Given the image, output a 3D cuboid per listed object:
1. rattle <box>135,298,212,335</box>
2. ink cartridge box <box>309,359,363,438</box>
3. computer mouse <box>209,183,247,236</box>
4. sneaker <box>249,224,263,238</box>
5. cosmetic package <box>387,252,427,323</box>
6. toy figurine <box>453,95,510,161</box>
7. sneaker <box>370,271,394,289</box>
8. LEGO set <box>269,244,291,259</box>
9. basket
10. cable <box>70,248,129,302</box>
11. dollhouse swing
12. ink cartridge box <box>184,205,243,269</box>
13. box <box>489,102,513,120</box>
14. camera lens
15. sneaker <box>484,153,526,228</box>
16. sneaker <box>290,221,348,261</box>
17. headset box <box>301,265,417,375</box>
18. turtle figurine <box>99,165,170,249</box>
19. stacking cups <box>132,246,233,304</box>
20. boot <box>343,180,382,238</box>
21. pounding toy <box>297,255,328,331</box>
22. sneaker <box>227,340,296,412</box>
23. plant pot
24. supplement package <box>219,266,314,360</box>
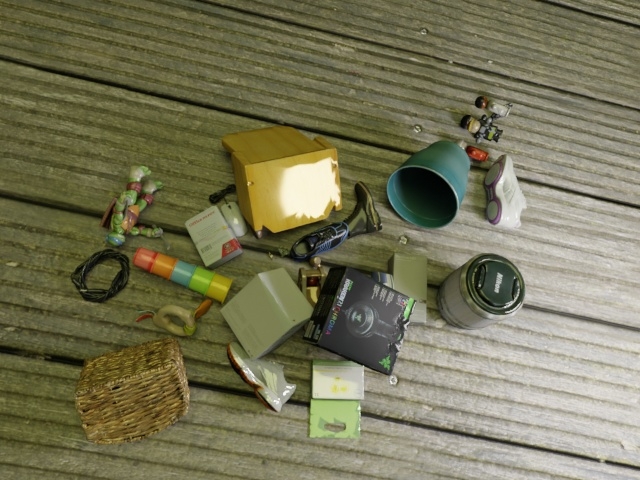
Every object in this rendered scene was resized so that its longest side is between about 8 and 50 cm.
[{"bbox_3d":[-0.478,0.221,1.633,0.199,0.130,0.143,4,55,21],"label":"rattle"},{"bbox_3d":[0.052,0.507,1.620,0.171,0.056,0.235,4,67,-8],"label":"ink cartridge box"},{"bbox_3d":[-0.314,-0.105,1.790,0.106,0.042,0.193,-25,76,-18],"label":"computer mouse"},{"bbox_3d":[-0.227,-0.099,1.789,0.071,0.066,0.188,-18,74,-16],"label":"sneaker"},{"bbox_3d":[0.299,0.171,1.756,0.127,0.107,0.238,5,73,-4],"label":"cosmetic package"},{"bbox_3d":[0.623,-0.440,1.975,0.148,0.209,0.213,23,67,6],"label":"toy figurine"},{"bbox_3d":[0.135,0.246,1.688,0.182,0.127,0.316,13,70,-6],"label":"sneaker"},{"bbox_3d":[-0.140,0.043,1.773,0.083,0.023,0.054,-35,79,-19],"label":"LEGO set"},{"bbox_3d":[-0.552,0.453,1.521,0.299,0.223,0.214,-15,106,-14],"label":"basket"},{"bbox_3d":[-0.705,0.113,1.645,0.184,0.047,0.150,-36,79,-20],"label":"cable"},{"bbox_3d":[-0.159,-0.234,1.821,0.346,0.305,0.315,-17,112,-28],"label":"dollhouse swing"},{"bbox_3d":[-0.361,-0.010,1.716,0.127,0.072,0.175,-30,76,0],"label":"ink cartridge box"},{"bbox_3d":[0.749,-0.533,2.095,0.067,0.083,0.018,-23,76,-16],"label":"box"},{"bbox_3d":[0.534,0.178,1.697,0.219,0.274,0.219,3,69,-8],"label":"camera lens"},{"bbox_3d":[0.723,-0.186,1.966,0.152,0.114,0.305,14,72,-18],"label":"sneaker"},{"bbox_3d":[0.000,0.000,1.761,0.232,0.090,0.081,-31,78,-9],"label":"sneaker"},{"bbox_3d":[0.127,0.247,1.535,0.283,0.131,0.246,28,75,-19],"label":"headset box"},{"bbox_3d":[-0.581,-0.104,1.669,0.197,0.274,0.266,29,59,-35],"label":"turtle figurine"},{"bbox_3d":[-0.449,0.109,1.647,0.316,0.096,0.096,22,68,-6],"label":"stacking cups"},{"bbox_3d":[0.129,-0.112,1.851,0.137,0.077,0.198,-19,73,-10],"label":"boot"},{"bbox_3d":[0.006,0.167,1.682,0.154,0.154,0.270,-3,71,-10],"label":"pounding toy"},{"bbox_3d":[-0.187,0.410,1.604,0.121,0.099,0.262,-39,88,-27],"label":"sneaker"},{"bbox_3d":[0.419,-0.224,1.849,0.271,0.272,0.255,37,53,5],"label":"plant pot"},{"bbox_3d":[-0.163,0.226,1.582,0.203,0.149,0.194,-43,75,25],"label":"supplement package"}]
